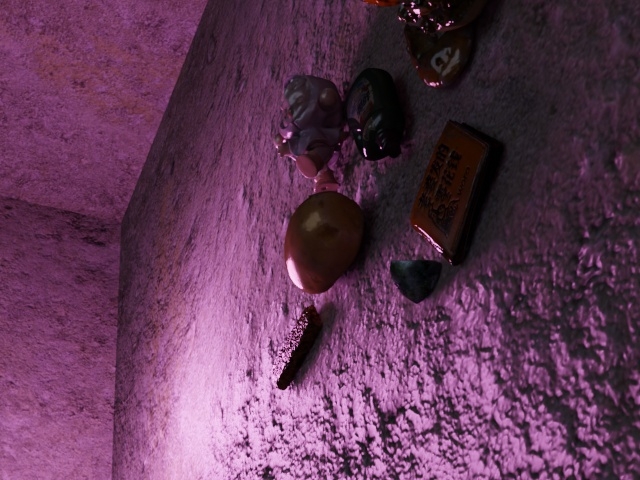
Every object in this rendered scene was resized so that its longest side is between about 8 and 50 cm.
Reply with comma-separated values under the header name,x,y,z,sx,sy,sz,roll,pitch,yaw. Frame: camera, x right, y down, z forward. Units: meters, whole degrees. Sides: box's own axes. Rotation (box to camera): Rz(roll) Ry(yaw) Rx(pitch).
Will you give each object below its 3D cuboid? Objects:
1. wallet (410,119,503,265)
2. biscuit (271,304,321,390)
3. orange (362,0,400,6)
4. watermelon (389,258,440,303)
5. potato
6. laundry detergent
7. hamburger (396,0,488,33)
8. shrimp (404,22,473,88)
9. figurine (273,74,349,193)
name,x,y,z,sx,sy,sz,roll,pitch,yaw
wallet,0.203,-0.080,1.581,0.161,0.042,0.196,-127,54,-64
biscuit,-0.050,0.217,2.069,0.064,0.034,0.199,-105,34,-50
orange,0.120,-0.538,1.840,0.182,0.234,0.234,-38,-4,-35
watermelon,0.158,0.052,1.633,0.085,0.085,0.061,-67,-7,24
potato,0.000,0.000,1.951,0.150,0.146,0.234,-54,0,-43
laundry detergent,0.105,-0.211,1.882,0.222,0.078,0.144,-104,32,-48
hamburger,0.194,-0.406,1.654,0.185,0.131,0.159,-32,49,33
shrimp,0.195,-0.356,1.758,0.145,0.059,0.254,-61,26,30
figurine,-0.013,-0.229,2.128,0.200,0.133,0.276,-39,45,41
